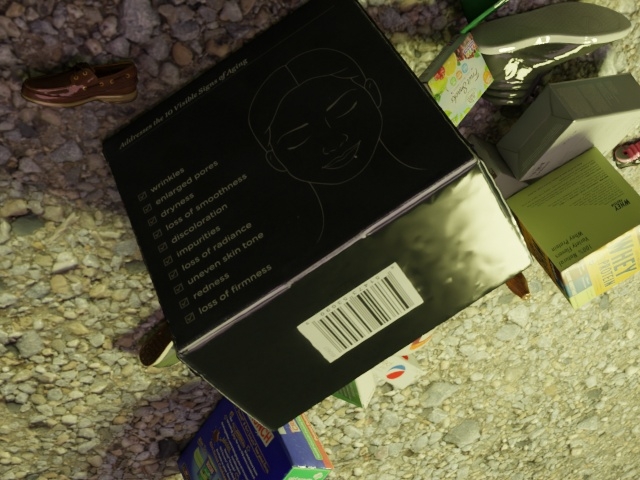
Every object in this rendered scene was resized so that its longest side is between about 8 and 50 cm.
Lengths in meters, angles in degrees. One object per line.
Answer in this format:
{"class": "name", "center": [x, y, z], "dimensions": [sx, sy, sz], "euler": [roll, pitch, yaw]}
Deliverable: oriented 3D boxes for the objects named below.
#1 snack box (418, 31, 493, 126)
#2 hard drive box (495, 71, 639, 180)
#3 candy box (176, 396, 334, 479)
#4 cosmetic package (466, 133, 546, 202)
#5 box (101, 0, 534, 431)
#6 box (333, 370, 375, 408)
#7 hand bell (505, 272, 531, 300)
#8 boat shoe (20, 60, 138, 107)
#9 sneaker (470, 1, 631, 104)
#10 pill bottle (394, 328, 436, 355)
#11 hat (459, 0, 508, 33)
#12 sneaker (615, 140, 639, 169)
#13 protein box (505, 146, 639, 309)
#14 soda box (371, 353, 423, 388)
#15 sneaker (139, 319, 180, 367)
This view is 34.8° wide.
{"class": "snack box", "center": [0.223, -0.264, 1.701], "dimensions": [0.141, 0.037, 0.100], "euler": [-50, 124, -28]}
{"class": "hard drive box", "center": [0.471, -0.211, 1.894], "dimensions": [0.232, 0.089, 0.181], "euler": [-12, 154, -36]}
{"class": "candy box", "center": [-0.148, 0.477, 2.181], "dimensions": [0.122, 0.268, 0.317], "euler": [11, 126, -40]}
{"class": "cosmetic package", "center": [0.364, -0.103, 1.986], "dimensions": [0.238, 0.127, 0.107], "euler": [16, 123, -37]}
{"class": "box", "center": [-0.021, -0.060, 1.558], "dimensions": [0.479, 0.472, 0.297], "euler": [-33, 140, 5]}
{"class": "box", "center": [-0.062, 0.178, 1.859], "dimensions": [0.058, 0.322, 0.232], "euler": [-57, 154, -26]}
{"class": "hand bell", "center": [0.349, 0.026, 2.018], "dimensions": [0.126, 0.242, 0.126], "euler": [-15, 136, -14]}
{"class": "boat shoe", "center": [-0.355, -0.237, 1.513], "dimensions": [0.178, 0.064, 0.060], "euler": [-9, 130, -30]}
{"class": "sneaker", "center": [0.398, -0.325, 1.805], "dimensions": [0.295, 0.105, 0.147], "euler": [-12, 138, -9]}
{"class": "pill bottle", "center": [0.168, 0.021, 1.889], "dimensions": [0.224, 0.224, 0.392], "euler": [-6, 144, -23]}
{"class": "hat", "center": [0.238, -0.453, 1.641], "dimensions": [0.173, 0.183, 0.208], "euler": [-37, -177, 27]}
{"class": "sneaker", "center": [0.670, -0.179, 2.142], "dimensions": [0.119, 0.047, 0.057], "euler": [-14, 144, -5]}
{"class": "protein box", "center": [0.487, -0.023, 1.886], "dimensions": [0.199, 0.201, 0.136], "euler": [-31, 138, 2]}
{"class": "soda box", "center": [0.134, 0.254, 2.257], "dimensions": [0.069, 0.074, 0.216], "euler": [-42, 137, 15]}
{"class": "sneaker", "center": [-0.260, 0.179, 1.986], "dimensions": [0.192, 0.064, 0.086], "euler": [-42, 151, 9]}
